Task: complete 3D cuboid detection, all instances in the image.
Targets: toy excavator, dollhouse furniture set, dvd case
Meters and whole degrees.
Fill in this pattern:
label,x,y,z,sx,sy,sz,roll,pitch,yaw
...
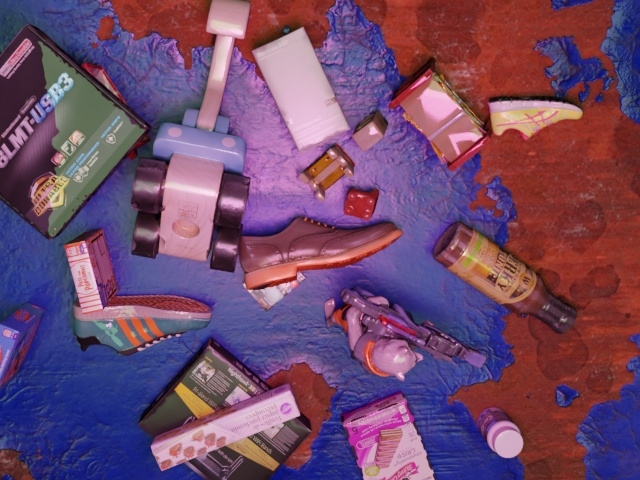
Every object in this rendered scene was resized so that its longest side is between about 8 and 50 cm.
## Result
label,x,y,z,sx,sy,sz,roll,pitch,yaw
toy excavator,-0.241,-0.223,1.790,0.222,0.445,0.433,9,139,-6
dollhouse furniture set,0.162,-0.195,1.866,0.374,0.152,0.201,-38,100,19
dvd case,-0.104,0.091,1.935,0.119,0.013,0.087,-42,99,1

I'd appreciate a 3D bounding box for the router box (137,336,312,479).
label,x,y,z,sx,sy,sz,roll,pitch,yaw
router box,-0.212,0.410,1.939,0.309,0.081,0.243,42,94,-9

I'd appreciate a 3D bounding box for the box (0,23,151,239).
label,x,y,z,sx,sy,sz,roll,pitch,yaw
box,-0.530,-0.204,1.650,0.293,0.073,0.295,42,95,-8

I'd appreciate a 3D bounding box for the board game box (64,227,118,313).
label,x,y,z,sx,sy,sz,roll,pitch,yaw
board game box,-0.477,0.061,1.813,0.045,0.193,0.147,-12,98,-2

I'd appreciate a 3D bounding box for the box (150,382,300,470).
label,x,y,z,sx,sy,sz,roll,pitch,yaw
box,-0.204,0.401,1.864,0.324,0.067,0.063,-22,99,0

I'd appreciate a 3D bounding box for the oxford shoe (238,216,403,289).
label,x,y,z,sx,sy,sz,roll,pitch,yaw
oxford shoe,0.000,0.000,1.876,0.363,0.130,0.133,-15,81,-11

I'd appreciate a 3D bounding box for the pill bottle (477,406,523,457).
label,x,y,z,sx,sy,sz,roll,pitch,yaw
pill bottle,0.409,0.437,1.959,0.078,0.137,0.078,-1,98,-4

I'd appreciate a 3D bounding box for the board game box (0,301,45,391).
label,x,y,z,sx,sy,sz,roll,pitch,yaw
board game box,-0.654,0.230,1.817,0.047,0.210,0.160,23,95,-6

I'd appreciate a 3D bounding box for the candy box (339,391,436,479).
label,x,y,z,sx,sy,sz,roll,pitch,yaw
candy box,0.159,0.487,1.983,0.159,0.071,0.233,-22,100,-1

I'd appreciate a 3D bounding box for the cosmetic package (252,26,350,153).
label,x,y,z,sx,sy,sz,roll,pitch,yaw
cosmetic package,-0.041,-0.320,1.834,0.127,0.107,0.238,-27,102,3

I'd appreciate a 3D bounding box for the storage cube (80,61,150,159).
label,x,y,z,sx,sy,sz,roll,pitch,yaw
storage cube,-0.491,-0.230,1.774,0.193,0.183,0.215,-32,99,2

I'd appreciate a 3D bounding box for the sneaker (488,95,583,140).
label,x,y,z,sx,sy,sz,roll,pitch,yaw
sneaker,0.470,-0.267,1.896,0.208,0.081,0.094,0,105,2

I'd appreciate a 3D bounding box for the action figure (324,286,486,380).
label,x,y,z,sx,sy,sz,roll,pitch,yaw
action figure,0.156,0.225,1.811,0.341,0.330,0.178,28,93,-7

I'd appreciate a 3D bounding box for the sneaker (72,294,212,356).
label,x,y,z,sx,sy,sz,roll,pitch,yaw
sneaker,-0.387,0.190,1.889,0.302,0.108,0.121,1,105,0

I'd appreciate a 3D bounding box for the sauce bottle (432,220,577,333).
label,x,y,z,sx,sy,sz,roll,pitch,yaw
sauce bottle,0.417,0.089,1.924,0.344,0.111,0.111,32,95,-9
